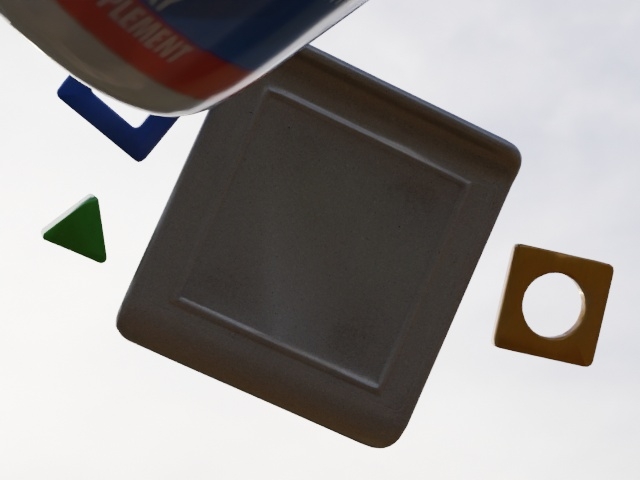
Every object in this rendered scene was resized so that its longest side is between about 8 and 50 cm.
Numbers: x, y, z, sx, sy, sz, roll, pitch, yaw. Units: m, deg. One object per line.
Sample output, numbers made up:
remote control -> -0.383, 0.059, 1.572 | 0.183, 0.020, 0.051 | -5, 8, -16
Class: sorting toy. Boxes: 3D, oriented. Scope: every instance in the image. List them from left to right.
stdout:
sorting toy -> 0.000, 0.000, 1.117 | 0.347, 0.196, 0.047 | 25, 0, -11

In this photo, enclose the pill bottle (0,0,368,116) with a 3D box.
pill bottle -> 0.025, -0.130, 0.349 | 0.221, 0.124, 0.124 | -35, -43, 20
